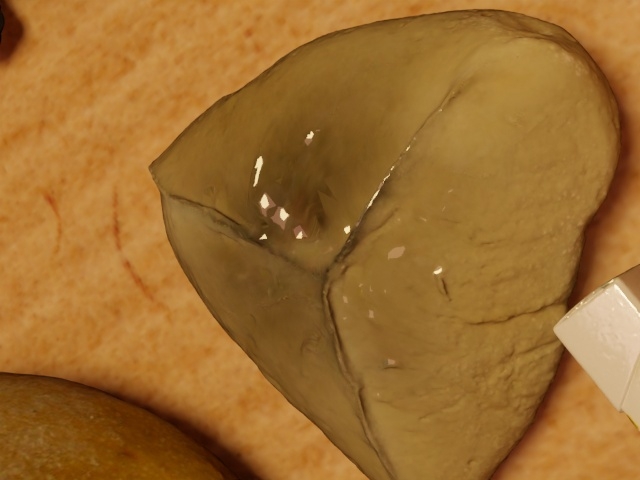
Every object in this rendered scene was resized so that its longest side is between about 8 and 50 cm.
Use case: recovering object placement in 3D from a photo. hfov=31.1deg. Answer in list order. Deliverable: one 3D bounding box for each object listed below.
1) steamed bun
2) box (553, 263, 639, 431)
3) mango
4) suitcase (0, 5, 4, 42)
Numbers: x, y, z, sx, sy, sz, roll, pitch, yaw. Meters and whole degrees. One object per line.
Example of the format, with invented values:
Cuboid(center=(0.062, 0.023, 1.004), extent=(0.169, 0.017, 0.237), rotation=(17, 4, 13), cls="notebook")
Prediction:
Cuboid(center=(0.023, -0.013, 0.500), extent=(0.231, 0.110, 0.212), rotation=(44, 117, 18), cls="steamed bun")
Cuboid(center=(0.164, 0.078, 0.458), extent=(0.040, 0.084, 0.154), rotation=(-45, 76, 25), cls="box")
Cuboid(center=(-0.153, 0.166, 0.593), extent=(0.316, 0.146, 0.193), rotation=(3, 104, 20), cls="mango")
Cuboid(center=(-0.255, -0.214, 0.568), extent=(0.235, 0.143, 0.194), rotation=(54, 149, 13), cls="suitcase")
